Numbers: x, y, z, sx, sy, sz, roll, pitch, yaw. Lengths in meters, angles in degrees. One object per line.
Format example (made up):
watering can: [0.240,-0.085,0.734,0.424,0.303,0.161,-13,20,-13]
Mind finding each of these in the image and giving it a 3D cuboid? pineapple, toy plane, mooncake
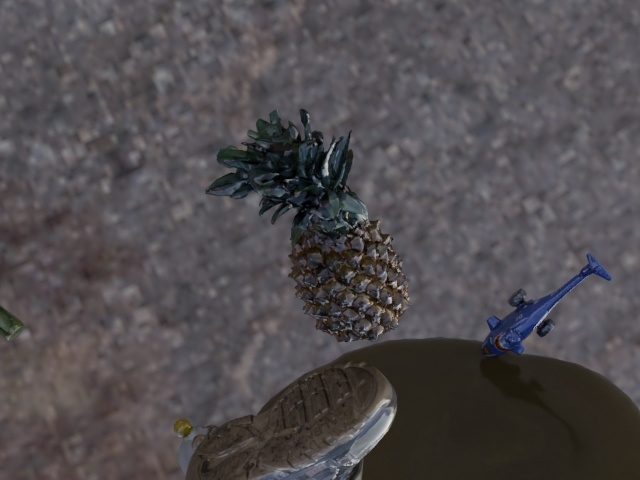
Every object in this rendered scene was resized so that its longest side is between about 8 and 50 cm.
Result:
pineapple: [0.000,-0.001,1.443,0.103,0.083,0.221,1,139,29]
toy plane: [0.224,0.070,1.986,0.167,0.054,0.062,-41,-175,26]
mooncake: [0.134,0.317,1.956,0.467,0.467,0.262,-16,130,-17]

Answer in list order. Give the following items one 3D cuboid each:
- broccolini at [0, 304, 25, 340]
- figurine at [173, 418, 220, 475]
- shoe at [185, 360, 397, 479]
broccolini: [-0.309,0.000,1.455,0.051,0.239,0.054,-55,162,-7]
figurine: [-0.106,0.231,2.092,0.101,0.143,0.068,35,73,-28]
shoe: [-0.009,0.166,1.437,0.180,0.089,0.092,-30,123,21]
